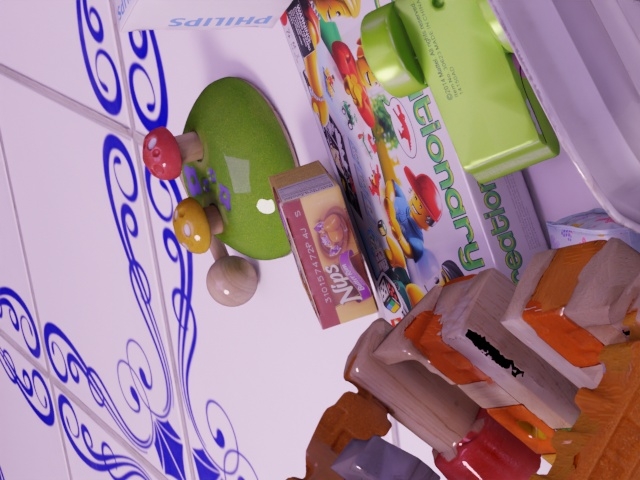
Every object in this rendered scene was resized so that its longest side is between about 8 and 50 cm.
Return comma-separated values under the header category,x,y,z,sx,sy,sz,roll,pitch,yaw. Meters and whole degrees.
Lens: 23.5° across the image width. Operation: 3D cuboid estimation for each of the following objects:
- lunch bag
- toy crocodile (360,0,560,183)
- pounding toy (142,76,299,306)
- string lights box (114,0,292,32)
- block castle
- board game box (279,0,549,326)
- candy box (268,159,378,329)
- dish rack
category,x,y,z,sx,sy,sz,roll,pitch,yaw
lunch bag,0.191,0.019,1.009,0.083,0.053,0.071,-165,62,-70
toy crocodile,0.069,-0.202,1.040,0.115,0.105,0.340,-26,91,30
pounding toy,-0.114,-0.043,1.486,0.183,0.110,0.237,61,152,20
string lights box,-0.112,-0.299,1.230,0.077,0.133,0.259,137,124,-61
block castle,0.125,0.192,0.948,0.213,0.303,0.453,38,159,-12
board game box,0.069,-0.076,1.176,0.193,0.053,0.305,-24,86,64
candy box,0.000,0.000,1.280,0.186,0.053,0.109,-112,4,-79
dish rack,0.132,-0.161,0.847,0.332,0.072,0.285,66,-163,14
